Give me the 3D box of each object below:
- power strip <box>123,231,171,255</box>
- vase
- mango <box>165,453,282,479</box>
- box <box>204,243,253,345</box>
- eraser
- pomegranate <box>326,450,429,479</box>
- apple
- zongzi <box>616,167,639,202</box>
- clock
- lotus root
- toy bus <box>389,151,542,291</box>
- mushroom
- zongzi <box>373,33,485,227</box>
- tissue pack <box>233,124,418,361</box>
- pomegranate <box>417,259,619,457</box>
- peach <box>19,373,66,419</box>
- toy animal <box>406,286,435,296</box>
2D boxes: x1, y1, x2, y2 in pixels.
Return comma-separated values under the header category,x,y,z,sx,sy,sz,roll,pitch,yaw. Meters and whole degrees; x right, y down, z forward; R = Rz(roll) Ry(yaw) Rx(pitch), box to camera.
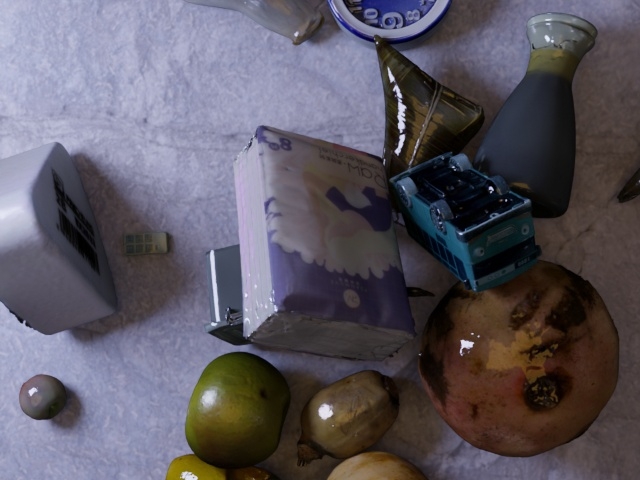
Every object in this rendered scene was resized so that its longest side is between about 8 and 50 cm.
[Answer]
category,x,y,z,sx,sy,sz,roll,pitch,yaw
power strip,-0.318,0.006,1.470,0.090,0.016,0.040,-3,87,5
vase,0.368,-0.211,1.354,0.173,0.173,0.321,18,84,5
mango,-0.153,0.463,1.385,0.262,0.130,0.167,21,84,10
box,-0.103,0.088,1.347,0.163,0.243,0.135,-13,76,5
eraser,-0.481,-0.010,1.340,0.150,0.331,0.331,-18,86,3
pomegranate,0.093,0.453,1.329,0.207,0.207,0.207,0,88,5
apple,-0.136,0.287,1.358,0.157,0.196,0.196,14,89,6
zongzi,0.691,-0.116,1.348,0.260,0.123,0.289,34,101,3
clock,0.123,-0.454,1.422,0.230,0.083,0.230,0,90,6
lotus root,0.038,0.309,1.381,0.221,0.118,0.125,-35,68,0
toy bus,0.220,-0.031,1.240,0.128,0.256,0.147,-25,118,-8
mushroom,-0.158,-0.453,1.439,0.351,0.097,0.109,22,90,3
zongzi,0.120,-0.188,1.392,0.241,0.111,0.247,37,96,2
tissue pack,0.000,0.000,1.230,0.242,0.125,0.343,12,53,-27
pomegranate,0.316,0.185,1.284,0.322,0.322,0.322,0,88,5
peach,-0.499,0.280,1.445,0.083,0.083,0.083,0,88,5
toy animal,0.096,0.088,1.364,0.197,0.160,0.272,6,63,10
